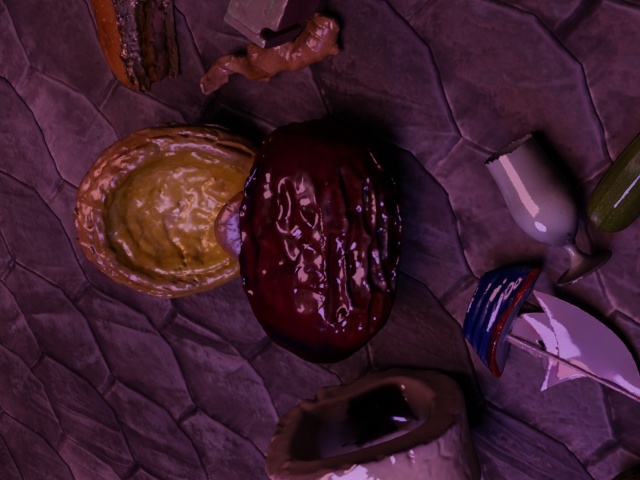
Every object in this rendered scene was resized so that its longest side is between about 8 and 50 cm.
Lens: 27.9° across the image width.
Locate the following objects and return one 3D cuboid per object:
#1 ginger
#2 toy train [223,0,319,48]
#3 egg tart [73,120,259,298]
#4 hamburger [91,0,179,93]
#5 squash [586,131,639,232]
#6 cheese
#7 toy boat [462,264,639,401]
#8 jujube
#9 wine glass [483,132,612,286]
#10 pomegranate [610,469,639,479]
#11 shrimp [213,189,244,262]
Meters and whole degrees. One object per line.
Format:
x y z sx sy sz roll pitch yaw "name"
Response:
-0.081 -0.282 1.960 0.288 0.075 0.089 -11 133 41 "ginger"
-0.115 -0.430 1.814 0.304 0.150 0.221 38 128 15 "toy train"
-0.238 -0.065 2.130 0.132 0.345 0.345 -115 21 -52 "egg tart"
-0.313 -0.372 2.071 0.131 0.124 0.262 21 129 32 "hamburger"
0.406 -0.083 1.649 0.219 0.077 0.068 123 145 -46 "squash"
0.079 0.340 2.037 0.292 0.332 0.153 -125 19 -69 "cheese"
0.345 0.135 1.864 0.318 0.072 0.219 9 126 35 "toy boat"
0.000 0.000 1.961 0.258 0.258 0.376 18 116 33 "jujube"
0.306 -0.044 1.752 0.093 0.093 0.202 -29 96 49 "wine glass"
0.481 0.399 1.899 0.142 0.114 0.114 18 133 0 "pomegranate"
-0.038 -0.002 2.106 0.198 0.051 0.262 -38 118 21 "shrimp"
